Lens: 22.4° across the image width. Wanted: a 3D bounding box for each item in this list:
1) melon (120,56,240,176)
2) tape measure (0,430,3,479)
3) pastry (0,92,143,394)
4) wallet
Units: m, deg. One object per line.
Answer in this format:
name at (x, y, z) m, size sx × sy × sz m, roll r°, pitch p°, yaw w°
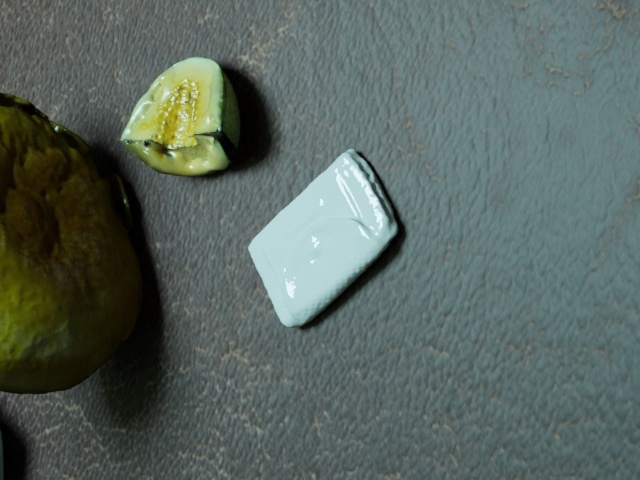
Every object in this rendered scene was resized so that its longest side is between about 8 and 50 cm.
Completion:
melon at (-0.135, -0.137, 1.805) m, size 0.160 × 0.079 × 0.128 m, roll -2°, pitch 68°, yaw 43°
tape measure at (-0.496, 0.277, 2.056) m, size 0.246 × 0.125 × 0.243 m, roll 35°, pitch 127°, yaw 33°
pastry at (-0.347, 0.005, 1.823) m, size 0.164 × 0.356 × 0.356 m, roll -23°, pitch 72°, yaw 32°
wallet at (0.000, 0.000, 1.698) m, size 0.183 × 0.032 × 0.124 m, roll -44°, pitch 58°, yaw 33°
